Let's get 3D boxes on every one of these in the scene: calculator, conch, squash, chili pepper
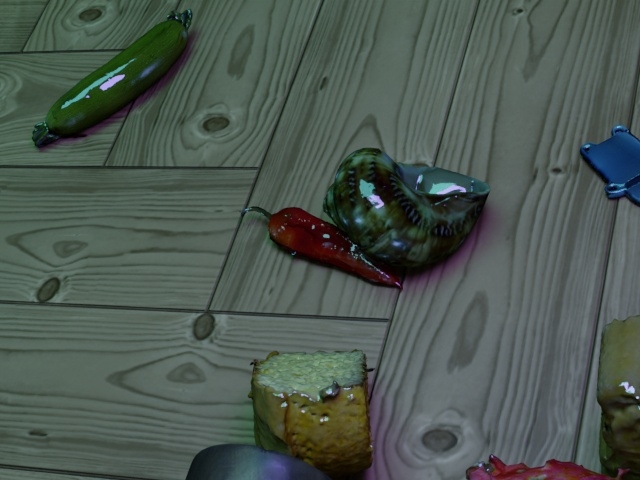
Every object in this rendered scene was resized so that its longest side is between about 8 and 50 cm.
[{"bbox_3d":[0.389,-0.090,1.777,0.094,0.019,0.141,-29,48,-6],"label":"calculator"},{"bbox_3d":[0.097,-0.043,1.762,0.181,0.124,0.187,33,29,23],"label":"conch"},{"bbox_3d":[-0.300,-0.241,2.129,0.318,0.071,0.080,-41,8,-13],"label":"squash"},{"bbox_3d":[0.000,0.000,1.819,0.268,0.051,0.059,26,47,35],"label":"chili pepper"}]

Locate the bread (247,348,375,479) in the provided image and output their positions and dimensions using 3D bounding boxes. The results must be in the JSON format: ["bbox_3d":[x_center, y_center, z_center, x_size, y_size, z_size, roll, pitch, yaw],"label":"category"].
[{"bbox_3d":[-0.002,0.195,1.562,0.143,0.140,0.229,-10,5,4],"label":"bread"}]

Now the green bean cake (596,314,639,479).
[{"bbox_3d":[0.387,0.181,1.399,0.229,0.224,0.131,5,52,19],"label":"green bean cake"}]

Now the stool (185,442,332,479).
[{"bbox_3d":[-0.088,0.362,1.440,0.179,0.179,0.264,2,50,21],"label":"stool"}]

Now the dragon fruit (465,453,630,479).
[{"bbox_3d":[0.228,0.306,1.363,0.268,0.205,0.210,39,108,43],"label":"dragon fruit"}]
